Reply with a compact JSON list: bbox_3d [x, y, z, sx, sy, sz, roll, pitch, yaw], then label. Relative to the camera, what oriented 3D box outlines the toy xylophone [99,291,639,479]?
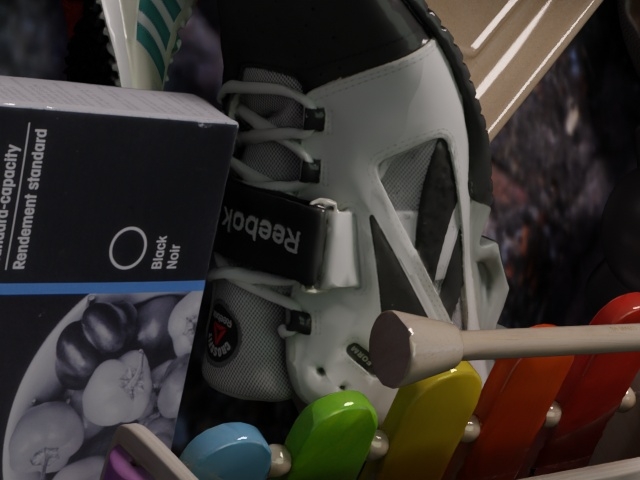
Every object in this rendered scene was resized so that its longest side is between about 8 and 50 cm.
[{"bbox_3d":[0.059,0.105,0.669,0.322,0.081,0.236,3,126,-37],"label":"toy xylophone"}]

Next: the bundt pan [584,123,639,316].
[{"bbox_3d":[0.285,0.002,0.904,0.331,0.124,0.331,-20,123,-34],"label":"bundt pan"}]

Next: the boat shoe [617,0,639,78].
[{"bbox_3d":[0.297,-0.219,0.957,0.123,0.116,0.324,50,61,-29],"label":"boat shoe"}]

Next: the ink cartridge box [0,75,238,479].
[{"bbox_3d":[-0.143,0.037,0.597,0.208,0.045,0.206,1,108,-40],"label":"ink cartridge box"}]

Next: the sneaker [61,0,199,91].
[{"bbox_3d":[-0.078,-0.097,0.679,0.075,0.057,0.161,-13,96,-34],"label":"sneaker"}]

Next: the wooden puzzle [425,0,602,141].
[{"bbox_3d":[0.043,-0.174,0.797,0.221,0.044,0.239,-50,115,-28],"label":"wooden puzzle"}]

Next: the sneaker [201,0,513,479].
[{"bbox_3d":[0.000,0.000,0.693,0.146,0.122,0.330,-35,120,-25],"label":"sneaker"}]
